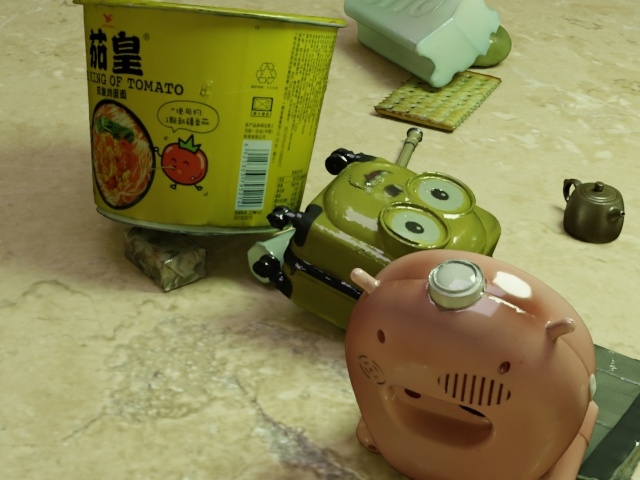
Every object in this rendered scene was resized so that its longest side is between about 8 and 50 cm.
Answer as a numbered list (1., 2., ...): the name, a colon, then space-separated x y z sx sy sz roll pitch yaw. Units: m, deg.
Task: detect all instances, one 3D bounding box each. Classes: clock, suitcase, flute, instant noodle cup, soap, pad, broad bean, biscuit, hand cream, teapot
1. clock: 0.125 0.116 1.054 0.227 0.241 0.142 13 52 22
2. suitcase: 0.074 0.005 1.320 0.234 0.143 0.194 27 36 13
3. flute: 0.109 -0.099 1.650 0.027 0.027 0.233 10 31 11
4. instant noodle cup: -0.138 -0.153 1.429 0.325 0.254 0.325 4 11 -1
5. soap: 0.169 -0.372 1.976 0.172 0.095 0.289 -37 35 -6
6. pad: 0.256 0.165 1.216 0.174 0.022 0.233 18 32 26
7. broad bean: 0.252 -0.360 2.058 0.124 0.082 0.174 -8 31 -12
8. biscuit: 0.188 -0.230 1.893 0.139 0.016 0.231 16 32 20
9. hand cream: 0.000 0.000 1.449 0.078 0.050 0.204 21 30 37
10. teapot: 0.350 -0.047 1.540 0.076 0.068 0.121 -11 33 -22

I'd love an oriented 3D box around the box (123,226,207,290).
1. box: -0.183 0.015 1.406 0.062 0.045 0.098 -21 39 -35
